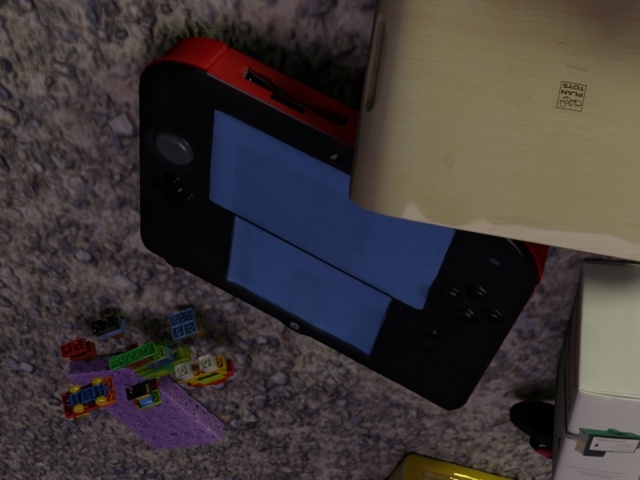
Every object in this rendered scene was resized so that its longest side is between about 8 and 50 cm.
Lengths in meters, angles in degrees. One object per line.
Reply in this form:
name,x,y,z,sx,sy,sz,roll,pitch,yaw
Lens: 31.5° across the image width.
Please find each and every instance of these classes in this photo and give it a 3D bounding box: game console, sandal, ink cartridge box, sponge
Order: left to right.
sponge,-0.236,0.220,1.550,0.117,0.031,0.210,-12,137,28
game console,0.000,0.000,1.065,0.386,0.060,0.342,28,145,8
sandal,0.279,0.239,1.330,0.067,0.179,0.040,-10,113,-22
ink cartridge box,0.301,0.146,1.187,0.092,0.160,0.219,6,143,8

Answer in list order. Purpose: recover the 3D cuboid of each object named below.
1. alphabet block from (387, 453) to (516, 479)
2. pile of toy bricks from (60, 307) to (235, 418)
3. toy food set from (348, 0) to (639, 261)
alphabet block,0.171,0.442,1.610,0.193,0.192,0.197,14,146,-7
pile of toy bricks,-0.210,0.153,1.403,0.212,0.118,0.105,-19,158,12
toy food set,0.184,-0.111,0.859,0.306,0.092,0.219,10,102,5
